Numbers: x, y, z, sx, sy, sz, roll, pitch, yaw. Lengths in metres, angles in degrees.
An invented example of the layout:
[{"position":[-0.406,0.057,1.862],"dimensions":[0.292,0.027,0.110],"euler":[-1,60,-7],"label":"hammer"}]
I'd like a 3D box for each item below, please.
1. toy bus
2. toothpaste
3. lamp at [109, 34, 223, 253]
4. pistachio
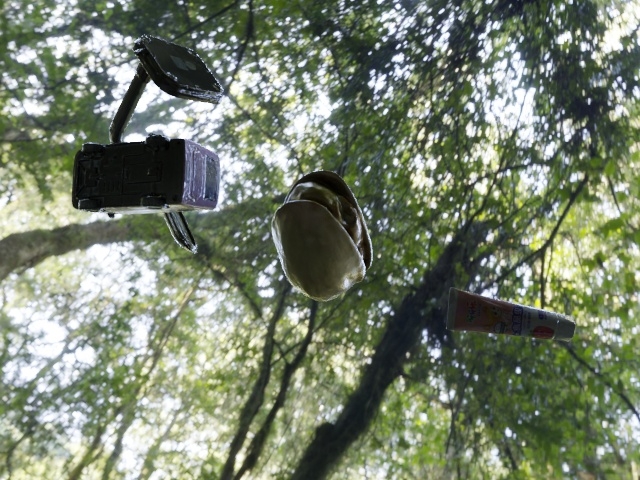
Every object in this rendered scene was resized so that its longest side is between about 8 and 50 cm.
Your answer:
[{"position":[-0.237,-0.083,0.923],"dimensions":[0.198,0.108,0.096],"euler":[-1,-96,29],"label":"toy bus"},{"position":[0.292,0.120,1.057],"dimensions":[0.194,0.043,0.067],"euler":[9,-104,-2],"label":"toothpaste"},{"position":[-0.219,-0.125,0.992],"dimensions":[0.203,0.124,0.283],"euler":[53,-44,28],"label":"lamp"},{"position":[0.000,0.000,0.979],"dimensions":[0.143,0.144,0.215],"euler":[6,-43,17],"label":"pistachio"}]
